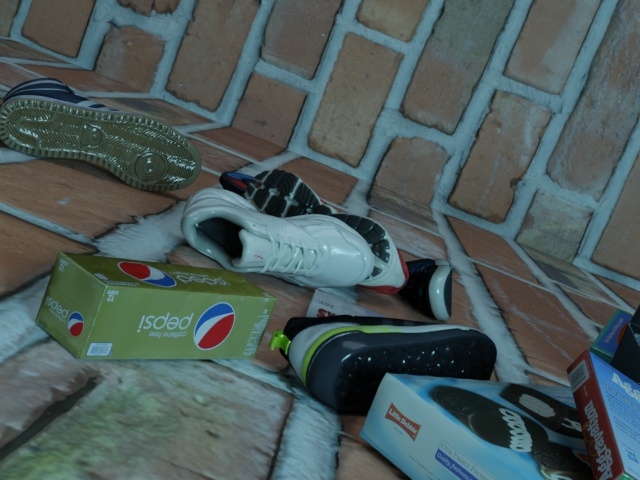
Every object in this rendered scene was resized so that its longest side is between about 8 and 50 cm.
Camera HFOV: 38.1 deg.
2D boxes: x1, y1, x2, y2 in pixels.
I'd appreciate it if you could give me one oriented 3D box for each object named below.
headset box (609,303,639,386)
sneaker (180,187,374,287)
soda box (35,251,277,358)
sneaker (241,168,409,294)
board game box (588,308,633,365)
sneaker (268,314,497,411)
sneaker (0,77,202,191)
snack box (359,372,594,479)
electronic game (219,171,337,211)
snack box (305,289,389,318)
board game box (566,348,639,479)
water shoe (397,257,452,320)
[{"bbox_3d":[0.501,0.135,1.162,0.218,0.110,0.293,25,30,20],"label":"headset box"},{"bbox_3d":[-0.054,0.013,1.047,0.232,0.090,0.115,13,16,2],"label":"sneaker"},{"bbox_3d":[-0.119,0.053,0.710,0.061,0.058,0.181,29,11,36],"label":"soda box"},{"bbox_3d":[0.000,0.000,1.240,0.279,0.107,0.118,33,-5,35],"label":"sneaker"},{"bbox_3d":[0.472,0.178,1.246,0.210,0.047,0.160,25,27,22],"label":"board game box"},{"bbox_3d":[0.059,0.093,0.804,0.234,0.084,0.097,13,12,-43],"label":"sneaker"},{"bbox_3d":[-0.312,-0.153,1.305,0.282,0.099,0.153,14,14,-25],"label":"sneaker"},{"bbox_3d":[0.203,0.178,0.721,0.322,0.060,0.187,12,15,-46],"label":"snack box"},{"bbox_3d":[-0.057,-0.063,1.522,0.229,0.048,0.229,22,10,-4],"label":"electronic game"},{"bbox_3d":[0.072,0.099,0.987,0.178,0.022,0.064,22,9,0],"label":"snack box"},{"bbox_3d":[0.297,0.195,0.648,0.281,0.027,0.145,34,25,-9],"label":"board game box"},{"bbox_3d":[0.134,0.065,1.237,0.080,0.073,0.203,1,3,7],"label":"water shoe"}]
